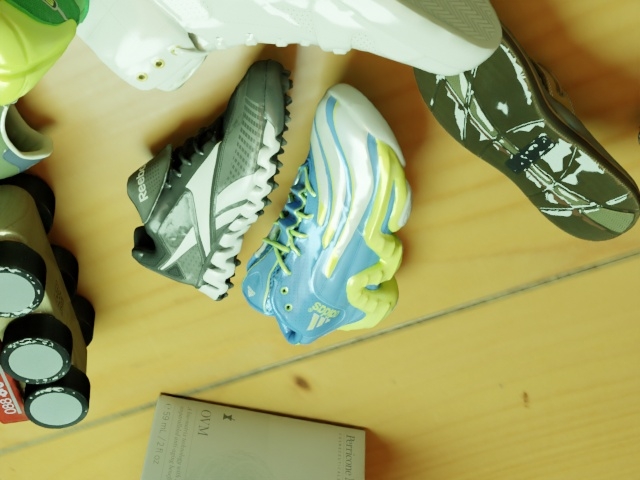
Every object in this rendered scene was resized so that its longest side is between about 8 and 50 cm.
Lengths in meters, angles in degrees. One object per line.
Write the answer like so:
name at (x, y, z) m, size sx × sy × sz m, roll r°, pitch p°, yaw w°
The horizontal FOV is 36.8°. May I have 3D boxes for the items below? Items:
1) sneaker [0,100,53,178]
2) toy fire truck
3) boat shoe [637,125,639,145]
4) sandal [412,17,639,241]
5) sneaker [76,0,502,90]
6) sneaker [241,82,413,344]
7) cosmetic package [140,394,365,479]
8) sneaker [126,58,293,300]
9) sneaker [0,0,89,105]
sneaker at (-0.256, -0.124, 0.697) m, size 0.086 × 0.064 × 0.192 m, roll -10°, pitch 132°, yaw 3°
toy fire truck at (-0.334, 0.055, 0.822) m, size 0.246 × 0.159 × 0.217 m, roll -9°, pitch 132°, yaw -3°
boat shoe at (0.289, -0.111, 0.689) m, size 0.142 × 0.049 × 0.040 m, roll -29°, pitch 106°, yaw 24°
sandal at (0.151, -0.092, 0.693) m, size 0.219 × 0.060 × 0.090 m, roll 41°, pitch 138°, yaw -8°
sneaker at (-0.042, -0.156, 0.631) m, size 0.292 × 0.108 × 0.169 m, roll 28°, pitch 130°, yaw -8°
sneaker at (0.000, 0.000, 0.741) m, size 0.126 × 0.091 × 0.240 m, roll -29°, pitch 137°, yaw -21°
cosmetic package at (-0.076, 0.296, 0.954) m, size 0.224 × 0.224 × 0.138 m, roll 12°, pitch 132°, yaw -8°
sneaker at (-0.093, -0.045, 0.744) m, size 0.106 × 0.078 × 0.234 m, roll 14°, pitch 134°, yaw -13°
sneaker at (-0.270, -0.185, 0.588) m, size 0.295 × 0.123 × 0.109 m, roll 34°, pitch 137°, yaw 8°
